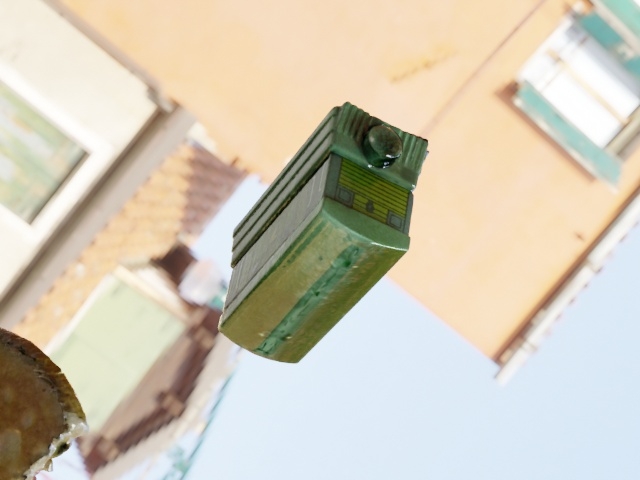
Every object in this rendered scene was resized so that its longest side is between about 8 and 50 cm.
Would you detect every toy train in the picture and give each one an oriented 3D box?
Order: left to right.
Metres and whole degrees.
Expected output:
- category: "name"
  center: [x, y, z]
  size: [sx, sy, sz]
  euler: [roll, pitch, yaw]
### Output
- category: "toy train"
  center: [0.000, 0.000, 0.502]
  size: [0.093, 0.038, 0.056]
  euler: [-48, -155, 45]

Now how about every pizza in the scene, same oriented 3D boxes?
- category: "pizza"
  center: [-0.111, 0.066, 0.493]
  size: [0.083, 0.025, 0.078]
  euler: [28, -83, 34]
